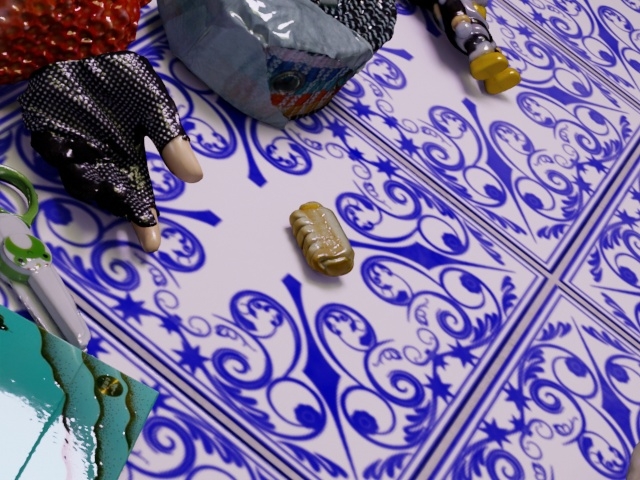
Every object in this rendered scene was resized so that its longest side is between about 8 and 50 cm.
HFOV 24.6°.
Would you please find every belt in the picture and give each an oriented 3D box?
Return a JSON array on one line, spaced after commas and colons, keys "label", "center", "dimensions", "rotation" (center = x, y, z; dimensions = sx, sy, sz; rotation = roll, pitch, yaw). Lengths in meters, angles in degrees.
[{"label": "belt", "center": [-0.042, -0.238, 1.559], "dimensions": [0.257, 0.150, 0.207], "rotation": [-25, 75, -50]}]

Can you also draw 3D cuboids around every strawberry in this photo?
[{"label": "strawberry", "center": [-0.251, -0.232, 1.349], "dimensions": [0.175, 0.107, 0.236], "rotation": [16, 46, 7]}]

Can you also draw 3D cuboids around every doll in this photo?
[{"label": "doll", "center": [0.153, -0.321, 1.856], "dimensions": [0.145, 0.103, 0.316], "rotation": [3, 51, -42]}]

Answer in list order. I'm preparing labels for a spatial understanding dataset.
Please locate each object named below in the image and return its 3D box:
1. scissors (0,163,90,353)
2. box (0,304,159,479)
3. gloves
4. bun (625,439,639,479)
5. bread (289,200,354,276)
[{"label": "scissors", "center": [-0.246, 0.015, 1.199], "dimensions": [0.101, 0.027, 0.204], "rotation": [-10, 53, -44]}, {"label": "box", "center": [-0.244, 0.115, 1.070], "dimensions": [0.226, 0.042, 0.161], "rotation": [30, 36, -5]}, {"label": "gloves", "center": [-0.186, -0.070, 1.307], "dimensions": [0.129, 0.106, 0.181], "rotation": [-8, 80, -47]}, {"label": "bun", "center": [0.414, 0.288, 1.265], "dimensions": [0.361, 0.213, 0.361], "rotation": [23, 9, -4]}, {"label": "bread", "center": [0.000, 0.000, 1.412], "dimensions": [0.049, 0.034, 0.088], "rotation": [-8, 48, -26]}]
